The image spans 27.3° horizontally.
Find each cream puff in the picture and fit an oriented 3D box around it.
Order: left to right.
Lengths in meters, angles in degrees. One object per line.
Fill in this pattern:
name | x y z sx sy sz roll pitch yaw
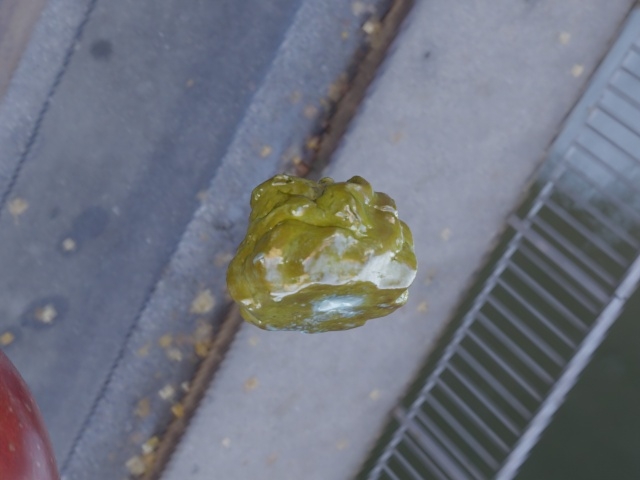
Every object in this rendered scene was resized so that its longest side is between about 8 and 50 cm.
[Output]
cream puff | 0.000 0.000 0.940 0.146 0.116 0.146 -5 156 -2

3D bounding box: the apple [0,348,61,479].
apple | -0.216 0.111 0.514 0.218 0.218 0.201 -44 141 -2
